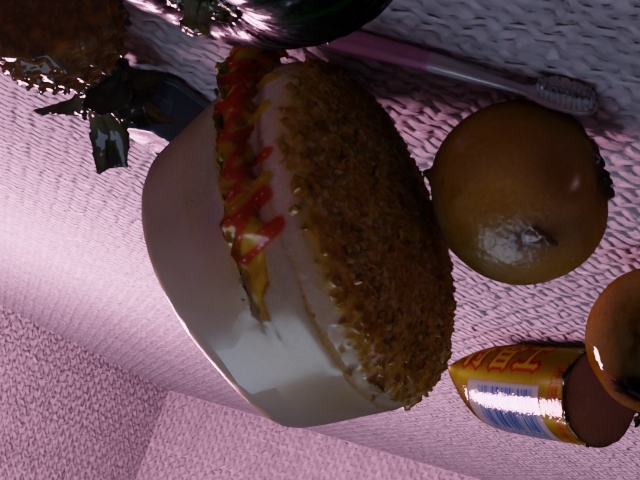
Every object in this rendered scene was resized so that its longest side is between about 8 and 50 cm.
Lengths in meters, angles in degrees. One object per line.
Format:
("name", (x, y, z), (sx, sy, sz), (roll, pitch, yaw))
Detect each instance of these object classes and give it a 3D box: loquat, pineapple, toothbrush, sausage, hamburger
("loquat", (0.314, 0.092, 1.349), (0.163, 0.137, 0.163), (2, 158, 1))
("pineapple", (-0.196, -0.143, 1.200), (0.130, 0.119, 0.277), (0, 167, 5))
("toothbrush", (0.056, -0.133, 1.063), (0.286, 0.020, 0.025), (16, 158, 16))
("sausage", (0.262, 0.184, 1.872), (0.125, 0.117, 0.317), (1, 179, -26))
("loquat", (0.143, -0.035, 1.082), (0.141, 0.141, 0.141), (19, 167, 4))
("hamburger", (0.000, 0.000, 1.131), (0.179, 0.276, 0.294), (-25, 128, 20))

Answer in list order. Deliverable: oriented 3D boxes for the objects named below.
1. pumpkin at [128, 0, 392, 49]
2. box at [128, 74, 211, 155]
("pumpkin", (-0.047, -0.173, 0.781), (0.202, 0.140, 0.202), (21, 170, 4))
("box", (-0.141, -0.110, 1.380), (0.074, 0.054, 0.099), (12, 166, 39))
